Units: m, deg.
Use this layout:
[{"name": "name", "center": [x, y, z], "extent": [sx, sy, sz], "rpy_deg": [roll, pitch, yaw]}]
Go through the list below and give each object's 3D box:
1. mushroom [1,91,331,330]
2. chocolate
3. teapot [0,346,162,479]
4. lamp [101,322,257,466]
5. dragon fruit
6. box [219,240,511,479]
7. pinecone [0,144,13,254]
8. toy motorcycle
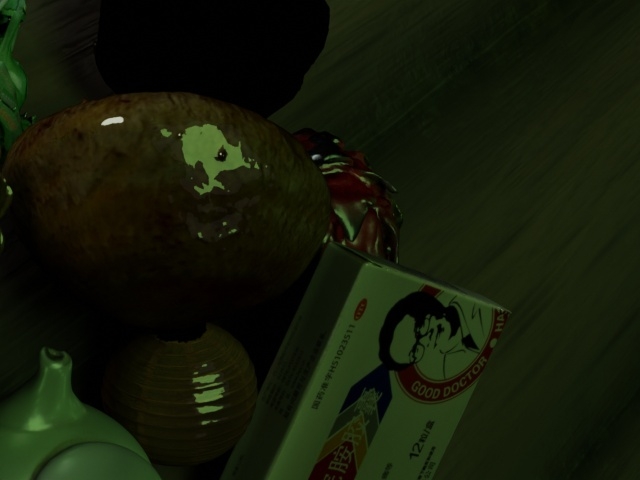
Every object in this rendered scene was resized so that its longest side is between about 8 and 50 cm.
[{"name": "mushroom", "center": [-0.122, -0.024, 1.274], "extent": [0.283, 0.263, 0.195], "rpy_deg": [-30, 112, -84]}, {"name": "chocolate", "center": [-0.127, -0.226, 1.423], "extent": [0.224, 0.206, 0.177], "rpy_deg": [52, 3, -40]}, {"name": "teapot", "center": [-0.232, 0.257, 1.168], "extent": [0.220, 0.149, 0.318], "rpy_deg": [50, 48, -27]}, {"name": "lamp", "center": [-0.122, 0.132, 1.326], "extent": [0.136, 0.136, 0.136], "rpy_deg": [12, 73, -46]}, {"name": "dragon fruit", "center": [-0.005, -0.008, 1.449], "extent": [0.188, 0.182, 0.182], "rpy_deg": [46, 44, 8]}, {"name": "box", "center": [0.022, 0.192, 1.409], "extent": [0.214, 0.069, 0.353], "rpy_deg": [19, 96, -44]}, {"name": "pinecone", "center": [-0.331, -0.022, 1.105], "extent": [0.185, 0.168, 0.212], "rpy_deg": [56, 32, -5]}, {"name": "toy motorcycle", "center": [-0.279, -0.133, 1.260], "extent": [0.106, 0.074, 0.190], "rpy_deg": [10, 73, -56]}]
